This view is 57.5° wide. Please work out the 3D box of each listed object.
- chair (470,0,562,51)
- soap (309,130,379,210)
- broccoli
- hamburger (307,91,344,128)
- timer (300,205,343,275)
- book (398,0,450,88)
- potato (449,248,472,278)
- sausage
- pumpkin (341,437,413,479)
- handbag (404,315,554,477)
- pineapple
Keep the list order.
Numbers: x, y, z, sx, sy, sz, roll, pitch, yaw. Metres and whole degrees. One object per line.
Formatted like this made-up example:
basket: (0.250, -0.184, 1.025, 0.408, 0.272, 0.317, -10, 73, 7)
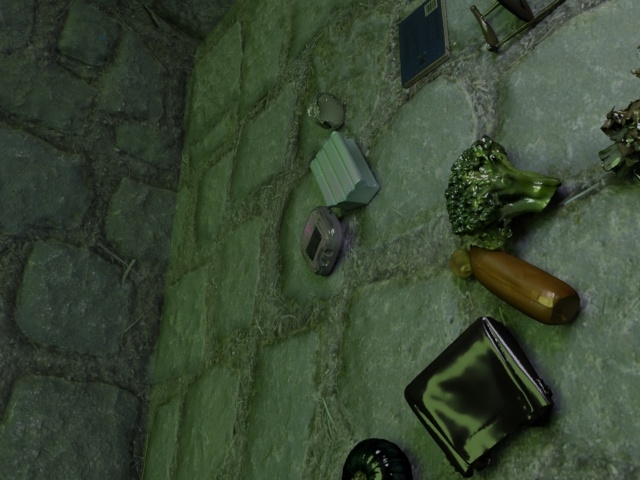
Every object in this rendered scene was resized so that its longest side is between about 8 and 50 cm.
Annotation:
chair: (0.486, -0.640, 1.497, 0.272, 0.166, 0.188, -40, 45, 38)
soap: (0.075, -0.217, 1.943, 0.173, 0.095, 0.290, -53, 38, 28)
broccoli: (0.418, -0.110, 1.356, 0.245, 0.248, 0.288, 18, 76, 21)
hamburger: (0.021, -0.470, 2.107, 0.062, 0.140, 0.133, -18, 48, 52)
timer: (0.000, 0.000, 1.932, 0.191, 0.069, 0.209, 60, 138, 46)
book: (0.325, -0.638, 1.855, 0.191, 0.025, 0.269, -29, 52, 47)
potato: (0.352, 0.060, 1.444, 0.083, 0.062, 0.068, -77, -10, -65)
sausage: (0.420, 0.083, 1.292, 0.328, 0.112, 0.112, 40, 108, 55)
pumpkin: (0.134, 0.587, 1.431, 0.202, 0.140, 0.202, -27, 56, 49)
handbag: (0.344, 0.342, 1.276, 0.285, 0.113, 0.257, -48, 45, 20)
pineapple: (0.638, -0.236, 1.088, 0.272, 0.262, 0.263, 114, 154, -52)
